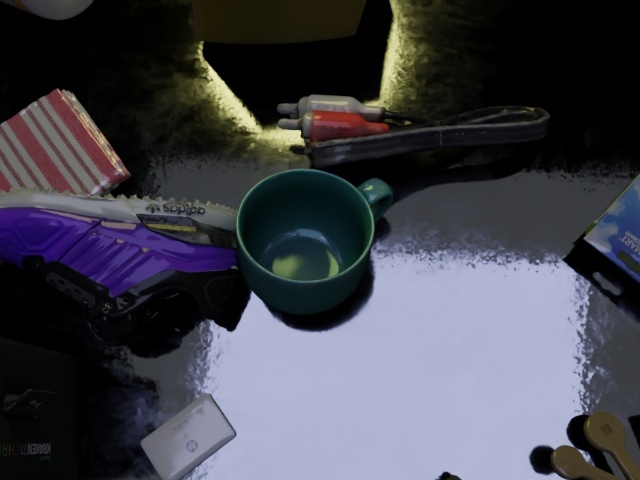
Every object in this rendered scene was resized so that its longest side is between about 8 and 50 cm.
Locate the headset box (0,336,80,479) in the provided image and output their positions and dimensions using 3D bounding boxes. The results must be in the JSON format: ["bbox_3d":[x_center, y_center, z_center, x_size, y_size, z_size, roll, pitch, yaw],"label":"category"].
[{"bbox_3d":[-0.374,0.162,0.552,0.283,0.246,0.131,-6,73,4],"label":"headset box"}]

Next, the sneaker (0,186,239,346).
[{"bbox_3d":[-0.226,0.032,0.648,0.294,0.102,0.146,2,78,-1],"label":"sneaker"}]

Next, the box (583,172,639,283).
[{"bbox_3d":[0.359,-0.025,0.656,0.109,0.042,0.178,43,81,16],"label":"box"}]

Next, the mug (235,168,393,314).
[{"bbox_3d":[-0.004,0.008,0.642,0.158,0.097,0.129,0,59,-5],"label":"mug"}]

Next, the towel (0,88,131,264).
[{"bbox_3d":[-0.334,-0.069,0.739,0.197,0.029,0.144,-37,76,-7],"label":"towel"}]

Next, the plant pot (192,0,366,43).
[{"bbox_3d":[-0.027,-0.342,0.714,0.187,0.212,0.212,13,73,-4],"label":"plant pot"}]

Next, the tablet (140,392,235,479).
[{"bbox_3d":[-0.133,0.198,0.646,0.083,0.006,0.054,-37,74,-6],"label":"tablet"}]

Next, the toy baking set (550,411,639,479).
[{"bbox_3d":[0.296,0.259,0.547,0.197,0.030,0.256,6,54,2],"label":"toy baking set"}]

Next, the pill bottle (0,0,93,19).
[{"bbox_3d":[-0.409,-0.381,0.770,0.279,0.162,0.162,23,76,11],"label":"pill bottle"}]

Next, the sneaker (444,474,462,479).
[{"bbox_3d":[0.130,0.318,0.520,0.130,0.087,0.227,-40,46,0],"label":"sneaker"}]

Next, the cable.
[{"bbox_3d":[0.096,-0.124,0.669,0.288,0.139,0.072,-5,109,7],"label":"cable"}]
